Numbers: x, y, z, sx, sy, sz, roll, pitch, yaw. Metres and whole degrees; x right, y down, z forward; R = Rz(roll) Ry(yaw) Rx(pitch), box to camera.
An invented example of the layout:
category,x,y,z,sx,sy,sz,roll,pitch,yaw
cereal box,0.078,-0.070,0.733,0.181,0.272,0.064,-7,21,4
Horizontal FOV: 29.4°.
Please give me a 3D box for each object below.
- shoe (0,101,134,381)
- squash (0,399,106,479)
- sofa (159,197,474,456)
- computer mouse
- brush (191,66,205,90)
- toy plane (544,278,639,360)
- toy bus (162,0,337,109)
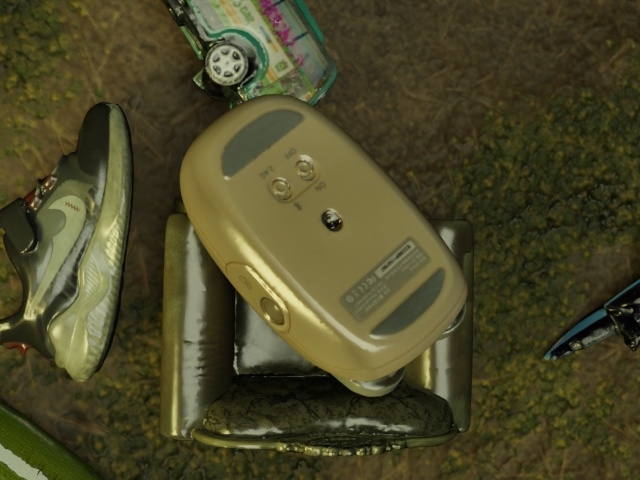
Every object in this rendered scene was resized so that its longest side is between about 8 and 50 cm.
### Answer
category,x,y,z,sx,sy,sz,roll,pitch,yaw
shoe,-0.211,-0.001,0.984,0.112,0.099,0.228,5,89,-8
squash,-0.214,0.207,0.994,0.252,0.066,0.066,42,80,-11
sofa,-0.002,0.062,0.991,0.258,0.182,0.200,2,89,-15
computer mouse,0.000,0.000,0.904,0.236,0.082,0.145,46,65,3
brush,-0.077,-0.162,1.058,0.083,0.013,0.016,-44,98,-7
toy plane,0.321,0.056,1.132,0.246,0.078,0.169,-30,126,-11
toy bus,-0.087,-0.207,1.009,0.109,0.091,0.262,-33,94,-13
